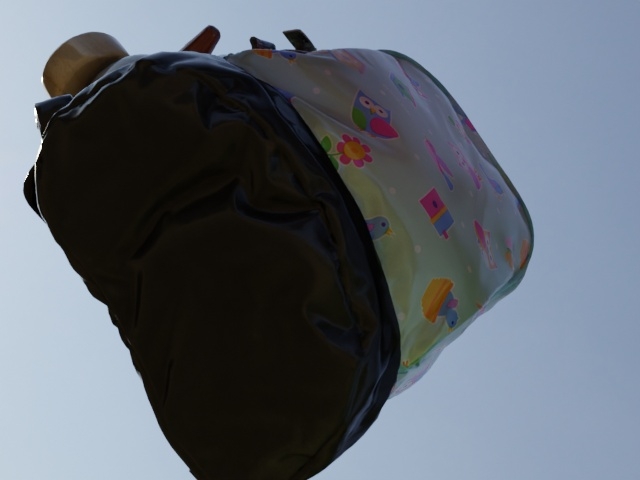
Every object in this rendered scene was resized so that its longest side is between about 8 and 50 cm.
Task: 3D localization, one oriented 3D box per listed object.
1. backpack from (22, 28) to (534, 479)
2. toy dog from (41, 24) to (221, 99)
[{"bbox_3d":[0.000,0.000,0.439,0.115,0.182,0.152,-25,-93,23],"label":"backpack"},{"bbox_3d":[-0.114,-0.096,1.169,0.220,0.161,0.333,54,5,11],"label":"toy dog"}]
